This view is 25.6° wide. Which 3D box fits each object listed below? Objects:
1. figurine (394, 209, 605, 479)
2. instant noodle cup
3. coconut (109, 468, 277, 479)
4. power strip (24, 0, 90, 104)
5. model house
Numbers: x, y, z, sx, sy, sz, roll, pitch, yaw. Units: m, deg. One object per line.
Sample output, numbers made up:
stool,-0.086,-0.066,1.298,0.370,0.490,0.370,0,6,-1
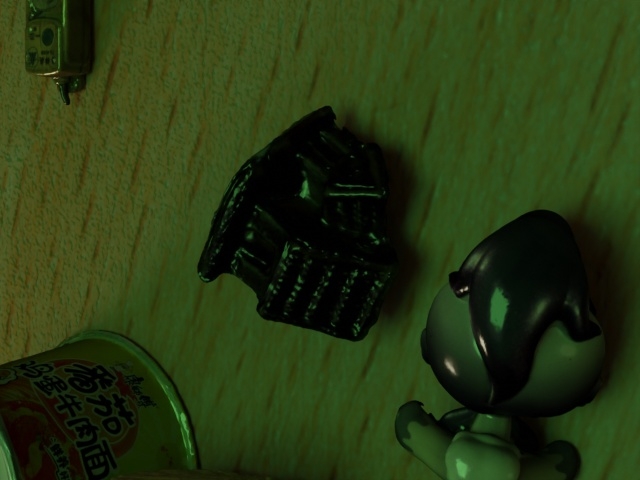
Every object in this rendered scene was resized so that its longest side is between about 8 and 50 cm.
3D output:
figurine,0.134,0.084,1.039,0.145,0.145,0.222,24,113,35
instant noodle cup,-0.273,0.225,1.341,0.264,0.200,0.264,2,94,38
coconut,-0.109,0.327,1.197,0.239,0.239,0.244,3,90,39
power strip,-0.260,-0.287,1.389,0.064,0.044,0.305,4,96,38
model house,0.002,-0.006,1.159,0.152,0.106,0.165,40,121,32
